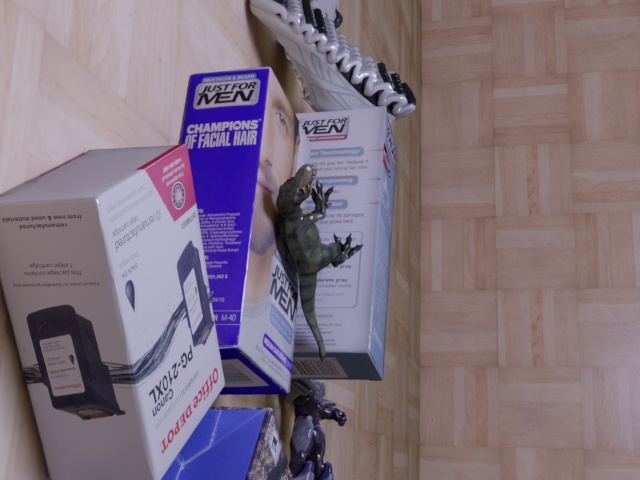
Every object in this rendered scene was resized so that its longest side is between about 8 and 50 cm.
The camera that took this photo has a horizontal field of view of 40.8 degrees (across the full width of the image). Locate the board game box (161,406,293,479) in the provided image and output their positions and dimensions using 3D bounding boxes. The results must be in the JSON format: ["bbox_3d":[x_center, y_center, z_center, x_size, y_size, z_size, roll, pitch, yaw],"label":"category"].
[{"bbox_3d":[-0.108,0.340,0.819,0.232,0.141,0.291,-73,157,-51],"label":"board game box"}]

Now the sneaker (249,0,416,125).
[{"bbox_3d":[0.003,-0.251,1.259,0.292,0.118,0.110,37,27,-21],"label":"sneaker"}]

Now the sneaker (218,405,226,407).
[{"bbox_3d":[-0.067,0.290,1.024,0.228,0.086,0.132,62,13,-15],"label":"sneaker"}]

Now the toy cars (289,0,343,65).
[{"bbox_3d":[-0.009,-0.237,1.406,0.176,0.087,0.393,-37,120,-60],"label":"toy cars"}]

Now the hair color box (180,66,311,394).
[{"bbox_3d":[-0.093,-0.008,0.999,0.185,0.110,0.338,58,31,-61],"label":"hair color box"}]

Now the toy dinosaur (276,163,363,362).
[{"bbox_3d":[-0.004,0.006,1.012,0.118,0.064,0.268,-55,145,-44],"label":"toy dinosaur"}]

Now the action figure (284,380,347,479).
[{"bbox_3d":[-0.015,0.279,1.291,0.185,0.099,0.284,38,47,-61],"label":"action figure"}]

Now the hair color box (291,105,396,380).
[{"bbox_3d":[0.000,0.000,1.196,0.113,0.186,0.374,64,28,-59],"label":"hair color box"}]

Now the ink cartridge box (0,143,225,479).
[{"bbox_3d":[-0.165,0.056,0.711,0.172,0.100,0.237,-55,141,-66],"label":"ink cartridge box"}]
